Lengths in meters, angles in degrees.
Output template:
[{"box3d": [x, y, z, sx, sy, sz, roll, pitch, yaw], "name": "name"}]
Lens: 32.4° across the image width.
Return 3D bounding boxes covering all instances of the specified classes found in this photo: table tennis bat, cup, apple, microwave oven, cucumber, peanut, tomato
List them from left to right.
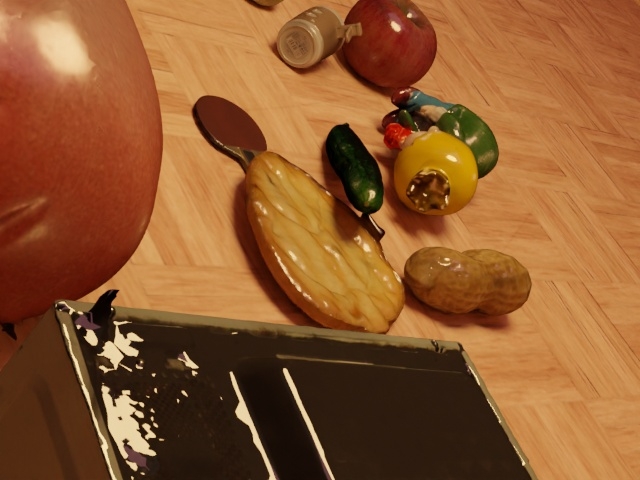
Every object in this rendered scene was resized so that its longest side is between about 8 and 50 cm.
[{"box3d": [-0.271, -0.106, 0.864, 0.341, 0.272, 0.341, 28, 32, -19], "name": "tomato"}, {"box3d": [-0.098, -0.118, 1.321, 0.095, 0.014, 0.158, 7, 43, -44], "name": "table tennis bat"}, {"box3d": [-0.048, 0.210, 0.694, 0.355, 0.286, 0.218, 12, 42, -45], "name": "microwave oven"}, {"box3d": [-0.002, -0.284, 1.575, 0.102, 0.074, 0.099, 24, 30, 13], "name": "cup"}, {"box3d": [0.042, -0.089, 1.354, 0.056, 0.056, 0.284, 29, 16, -17], "name": "cucumber"}, {"box3d": [0.102, -0.301, 1.676, 0.153, 0.120, 0.153, 33, 31, -23], "name": "apple"}, {"box3d": [0.178, 0.047, 1.341, 0.193, 0.089, 0.089, 8, 43, -42], "name": "peanut"}]

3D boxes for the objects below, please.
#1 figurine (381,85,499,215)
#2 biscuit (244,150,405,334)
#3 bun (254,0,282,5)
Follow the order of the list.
[{"box3d": [0.139, -0.119, 1.484, 0.185, 0.127, 0.234, 39, 40, 8], "name": "figurine"}, {"box3d": [-0.003, 0.003, 1.233, 0.203, 0.041, 0.260, -7, 57, -49], "name": "biscuit"}, {"box3d": [-0.085, -0.386, 1.644, 0.086, 0.055, 0.086, 9, 64, -19], "name": "bun"}]
